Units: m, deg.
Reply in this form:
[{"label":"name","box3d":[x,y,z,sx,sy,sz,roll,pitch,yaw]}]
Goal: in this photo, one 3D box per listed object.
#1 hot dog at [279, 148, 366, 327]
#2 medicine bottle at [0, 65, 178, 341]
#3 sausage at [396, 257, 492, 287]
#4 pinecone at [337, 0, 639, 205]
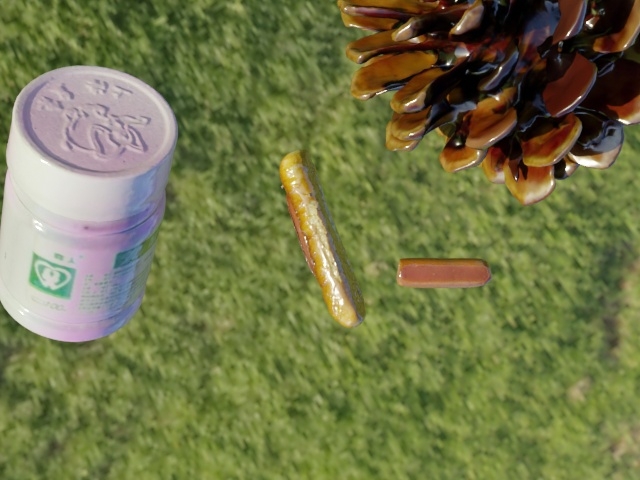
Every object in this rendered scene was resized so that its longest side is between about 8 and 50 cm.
[{"label":"hot dog","box3d":[0.000,0.000,1.566,0.047,0.215,0.066,-22,176,19]},{"label":"medicine bottle","box3d":[-0.310,-0.042,1.767,0.212,0.212,0.325,-11,142,-27]},{"label":"sausage","box3d":[0.167,0.044,1.816,0.131,0.041,0.039,0,178,-8]},{"label":"pinecone","box3d":[0.130,-0.160,1.075,0.264,0.264,0.264,-20,145,-15]}]
